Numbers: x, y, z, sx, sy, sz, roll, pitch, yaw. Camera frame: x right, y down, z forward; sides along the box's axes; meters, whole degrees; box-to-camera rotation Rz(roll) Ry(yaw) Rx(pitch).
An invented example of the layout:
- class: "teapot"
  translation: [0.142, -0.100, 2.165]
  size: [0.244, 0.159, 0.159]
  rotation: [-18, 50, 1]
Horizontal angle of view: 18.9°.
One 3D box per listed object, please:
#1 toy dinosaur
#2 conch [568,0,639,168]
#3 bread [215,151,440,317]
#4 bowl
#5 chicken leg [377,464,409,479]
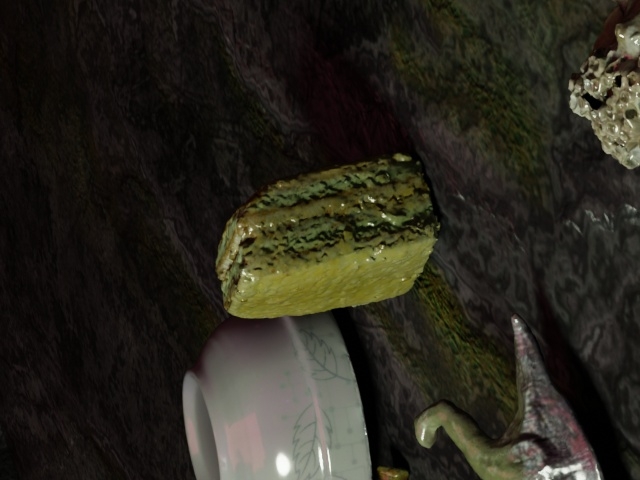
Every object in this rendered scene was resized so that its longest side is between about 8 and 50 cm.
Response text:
- class: "toy dinosaur"
  translation: [0.193, 0.211, 1.565]
  size: [0.294, 0.077, 0.162]
  rotation: [56, 143, 1]
- class: "conch"
  translation: [0.248, -0.100, 1.209]
  size: [0.245, 0.163, 0.178]
  rotation: [54, -173, 9]
- class: "bread"
  translation: [0.000, 0.000, 1.741]
  size: [0.138, 0.196, 0.102]
  rotation: [111, 142, -62]
- class: "bowl"
  translation: [-0.058, 0.201, 2.025]
  size: [0.287, 0.144, 0.287]
  rotation: [169, 90, -75]
- class: "chicken leg"
  translation: [0.079, 0.313, 1.925]
  size: [0.093, 0.070, 0.178]
  rotation: [-172, 79, -66]
